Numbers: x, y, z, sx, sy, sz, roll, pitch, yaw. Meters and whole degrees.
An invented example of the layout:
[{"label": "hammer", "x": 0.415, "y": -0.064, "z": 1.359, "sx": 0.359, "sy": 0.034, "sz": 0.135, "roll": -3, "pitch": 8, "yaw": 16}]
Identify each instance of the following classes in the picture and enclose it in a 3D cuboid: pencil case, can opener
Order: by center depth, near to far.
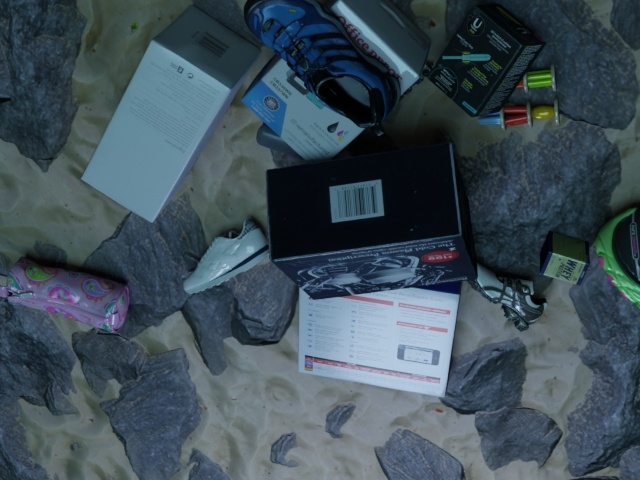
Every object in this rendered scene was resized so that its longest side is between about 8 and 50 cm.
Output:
[{"label": "can opener", "x": 0.006, "y": -0.163, "z": 1.957, "sx": 0.280, "sy": 0.074, "sz": 0.093, "roll": 23, "pitch": 124, "yaw": 0}, {"label": "pencil case", "x": -0.582, "y": 0.125, "z": 2.250, "sx": 0.284, "sy": 0.124, "sz": 0.124, "roll": 15, "pitch": 123, "yaw": 4}]

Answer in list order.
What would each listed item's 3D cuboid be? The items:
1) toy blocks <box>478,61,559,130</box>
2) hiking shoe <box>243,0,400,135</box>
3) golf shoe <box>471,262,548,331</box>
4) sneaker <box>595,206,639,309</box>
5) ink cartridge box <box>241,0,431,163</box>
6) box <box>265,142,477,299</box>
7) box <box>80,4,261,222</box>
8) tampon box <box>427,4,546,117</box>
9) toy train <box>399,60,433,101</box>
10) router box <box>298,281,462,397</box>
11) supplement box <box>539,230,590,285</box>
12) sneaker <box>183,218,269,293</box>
[{"label": "toy blocks", "x": 0.363, "y": -0.264, "z": 1.821, "sx": 0.148, "sy": 0.054, "sz": 0.123, "roll": -4, "pitch": 120, "yaw": 17}, {"label": "hiking shoe", "x": 0.001, "y": -0.300, "z": 1.607, "sx": 0.304, "sy": 0.132, "sz": 0.113, "roll": 34, "pitch": 121, "yaw": -6}, {"label": "golf shoe", "x": 0.385, "y": 0.095, "z": 2.027, "sx": 0.198, "sy": 0.077, "sz": 0.094, "roll": 41, "pitch": 110, "yaw": -19}, {"label": "sneaker", "x": 0.740, "y": 0.117, "z": 1.853, "sx": 0.483, "sy": 0.185, "sz": 0.202, "roll": 42, "pitch": 115, "yaw": -1}, {"label": "ink cartridge box", "x": 0.033, "y": -0.310, "z": 1.789, "sx": 0.198, "sy": 0.197, "sz": 0.270, "roll": 42, "pitch": 120, "yaw": -12}, {"label": "box", "x": 0.105, "y": -0.024, "z": 1.842, "sx": 0.343, "sy": 0.179, "sz": 0.312, "roll": -8, "pitch": 163, "yaw": 12}, {"label": "box", "x": -0.288, "y": -0.243, "z": 1.900, "sx": 0.168, "sy": 0.215, "sz": 0.345, "roll": 32, "pitch": 122, "yaw": -6}, {"label": "tampon box", "x": 0.296, "y": -0.321, "z": 1.751, "sx": 0.120, "sy": 0.101, "sz": 0.161, "roll": 46, "pitch": 125, "yaw": 20}, {"label": "toy train", "x": 0.153, "y": -0.291, "z": 1.875, "sx": 0.158, "sy": 0.027, "sz": 0.036, "roll": -40, "pitch": 94, "yaw": 30}, {"label": "router box", "x": 0.123, "y": 0.179, "z": 2.111, "sx": 0.336, "sy": 0.082, "sz": 0.301, "roll": 9, "pitch": 128, "yaw": 9}, {"label": "supplement box", "x": 0.484, "y": 0.035, "z": 1.951, "sx": 0.083, "sy": 0.083, "sz": 0.056, "roll": 17, "pitch": 124, "yaw": 3}, {"label": "sneaker", "x": -0.213, "y": 0.038, "z": 2.138, "sx": 0.235, "sy": 0.090, "sz": 0.094, "roll": -29, "pitch": 97, "yaw": 23}]
